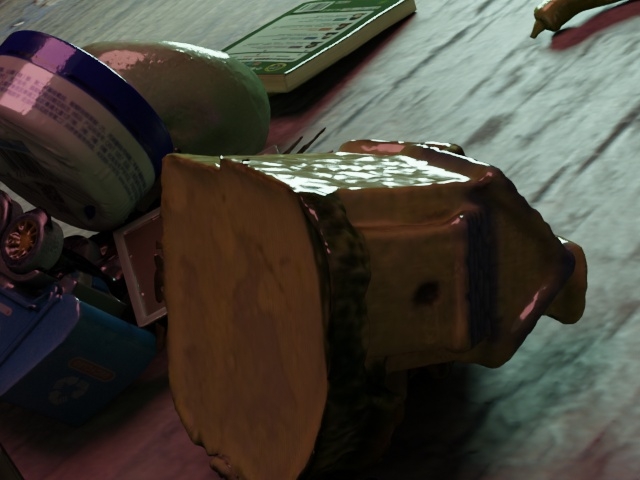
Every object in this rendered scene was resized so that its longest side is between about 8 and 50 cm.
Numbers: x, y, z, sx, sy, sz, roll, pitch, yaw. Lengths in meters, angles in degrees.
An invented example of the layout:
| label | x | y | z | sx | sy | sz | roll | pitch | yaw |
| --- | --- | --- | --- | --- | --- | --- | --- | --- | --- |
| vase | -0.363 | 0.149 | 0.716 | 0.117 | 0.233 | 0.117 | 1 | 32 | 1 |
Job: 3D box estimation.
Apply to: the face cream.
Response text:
| label | x | y | z | sx | sy | sz | roll | pitch | yaw |
| --- | --- | --- | --- | --- | --- | --- | --- | --- | --- |
| face cream | -0.258 | -0.103 | 1.629 | 0.206 | 0.206 | 0.111 | 5 | 57 | 50 |

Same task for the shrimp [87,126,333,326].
| label | x | y | z | sx | sy | sz | roll | pitch | yaw |
| --- | --- | --- | --- | --- | --- | --- | --- | --- | --- |
| shrimp | -0.126 | -0.016 | 1.678 | 0.343 | 0.116 | 0.145 | -33 | 26 | 3 |

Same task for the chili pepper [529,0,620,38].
| label | x | y | z | sx | sy | sz | roll | pitch | yaw |
| --- | --- | --- | --- | --- | --- | --- | --- | --- | --- |
| chili pepper | 0.327 | -0.282 | 1.834 | 0.208 | 0.043 | 0.049 | -20 | 13 | 15 |

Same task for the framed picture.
| label | x | y | z | sx | sy | sz | roll | pitch | yaw |
| --- | --- | --- | --- | --- | --- | --- | --- | --- | --- |
| framed picture | -0.103 | -0.004 | 1.536 | 0.183 | 0.011 | 0.142 | -28 | 42 | 4 |

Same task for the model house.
| label | x | y | z | sx | sy | sz | roll | pitch | yaw |
| --- | --- | --- | --- | --- | --- | --- | --- | --- | --- |
| model house | 0.043 | 0.051 | 1.279 | 0.266 | 0.261 | 0.321 | -8 | 14 | -27 |

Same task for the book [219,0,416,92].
| label | x | y | z | sx | sy | sz | roll | pitch | yaw |
| --- | --- | --- | --- | --- | --- | --- | --- | --- | --- |
| book | -0.031 | -0.252 | 2.098 | 0.202 | 0.027 | 0.264 | 5 | 31 | 42 |

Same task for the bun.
| label | x | y | z | sx | sy | sz | roll | pitch | yaw |
| --- | --- | --- | --- | --- | --- | --- | --- | --- | --- |
| bun | -0.191 | -0.108 | 1.841 | 0.283 | 0.179 | 0.283 | -3 | -14 | -1 |

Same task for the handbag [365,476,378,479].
| label | x | y | z | sx | sy | sz | roll | pitch | yaw |
| --- | --- | --- | --- | --- | --- | --- | --- | --- | --- |
| handbag | 0.016 | 0.245 | 1.086 | 0.175 | 0.089 | 0.270 | -24 | 23 | -12 |

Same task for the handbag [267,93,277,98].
| label | x | y | z | sx | sy | sz | roll | pitch | yaw |
| --- | --- | --- | --- | --- | --- | --- | --- | --- | --- |
| handbag | -0.060 | -0.212 | 2.108 | 0.061 | 0.027 | 0.083 | -24 | 23 | 7 |

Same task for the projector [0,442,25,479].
| label | x | y | z | sx | sy | sz | roll | pitch | yaw |
| --- | --- | --- | --- | --- | --- | --- | --- | --- | --- |
| projector | -0.300 | 0.224 | 1.429 | 0.083 | 0.082 | 0.083 | -31 | 25 | -9 |

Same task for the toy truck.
| label | x | y | z | sx | sy | sz | roll | pitch | yaw |
| --- | --- | --- | --- | --- | --- | --- | --- | --- | --- |
| toy truck | -0.318 | 0.041 | 1.598 | 0.367 | 0.146 | 0.175 | 26 | 86 | 41 |
